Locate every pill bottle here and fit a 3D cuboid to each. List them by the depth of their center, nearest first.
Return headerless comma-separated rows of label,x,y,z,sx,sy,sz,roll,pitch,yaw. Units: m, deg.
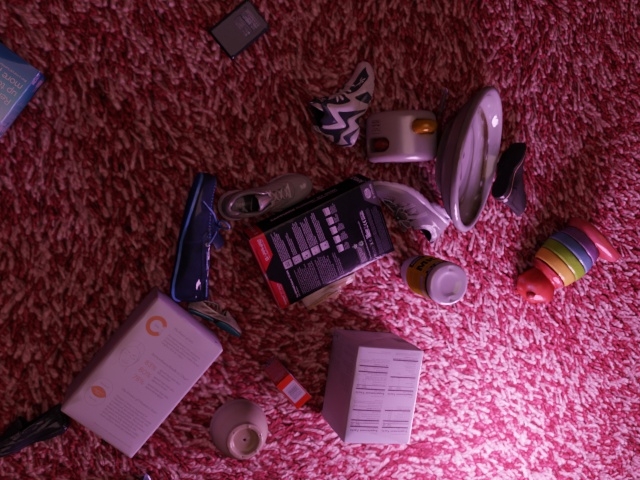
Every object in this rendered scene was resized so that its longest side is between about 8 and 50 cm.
pill bottle,0.313,0.104,1.776,0.119,0.208,0.119,-2,97,-17

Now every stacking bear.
stacking bear,0.728,0.080,1.934,0.289,0.175,0.164,-42,108,-1

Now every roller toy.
roller toy,0.219,-0.287,1.711,0.191,0.209,0.146,-1,96,8

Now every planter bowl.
planter bowl,-0.215,0.526,1.716,0.162,0.109,0.162,-2,96,-17

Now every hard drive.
hard drive,-0.211,-0.550,1.643,0.135,0.022,0.094,-43,106,-9

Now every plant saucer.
plant saucer,0.400,-0.227,1.747,0.100,0.400,0.401,13,93,26

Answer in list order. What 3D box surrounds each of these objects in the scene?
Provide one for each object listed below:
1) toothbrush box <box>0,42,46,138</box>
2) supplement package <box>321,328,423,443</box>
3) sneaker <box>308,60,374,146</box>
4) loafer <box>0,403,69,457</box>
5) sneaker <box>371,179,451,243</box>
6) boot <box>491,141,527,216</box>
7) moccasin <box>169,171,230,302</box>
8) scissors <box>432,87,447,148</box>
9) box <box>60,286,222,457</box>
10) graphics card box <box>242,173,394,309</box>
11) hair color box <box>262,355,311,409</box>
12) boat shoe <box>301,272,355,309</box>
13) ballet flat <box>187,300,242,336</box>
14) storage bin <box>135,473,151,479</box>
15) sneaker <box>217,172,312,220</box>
toothbrush box,-0.811,-0.329,1.432,0.216,0.126,0.295,37,86,-17
supplement package,0.140,0.403,1.762,0.198,0.199,0.263,7,94,-18
sneaker,0.046,-0.384,1.701,0.153,0.094,0.235,14,102,-26
loafer,-0.745,0.477,1.570,0.223,0.076,0.078,-19,96,-19
sneaker,0.249,-0.083,1.791,0.281,0.105,0.115,27,88,-18
boot,0.597,-0.184,1.917,0.137,0.077,0.198,34,78,-36
moccasin,-0.306,-0.006,1.632,0.116,0.138,0.342,10,107,-16
scissors,0.317,-0.354,1.693,0.021,0.297,0.109,-6,65,5
box,-0.447,0.324,1.592,0.215,0.168,0.345,42,84,-16
graphics card box,0.000,0.000,1.712,0.370,0.094,0.233,-27,114,-11
hair color box,-0.094,0.382,1.705,0.053,0.167,0.093,-42,106,-8
boat shoe,0.026,0.141,1.774,0.170,0.063,0.059,-26,105,-3
ballet flat,-0.274,0.201,1.692,0.168,0.057,0.052,32,63,-19
storage bin,-0.488,0.685,1.643,0.091,0.135,0.098,-25,103,-3
sneaker,-0.136,-0.108,1.663,0.262,0.121,0.099,-20,102,-14
